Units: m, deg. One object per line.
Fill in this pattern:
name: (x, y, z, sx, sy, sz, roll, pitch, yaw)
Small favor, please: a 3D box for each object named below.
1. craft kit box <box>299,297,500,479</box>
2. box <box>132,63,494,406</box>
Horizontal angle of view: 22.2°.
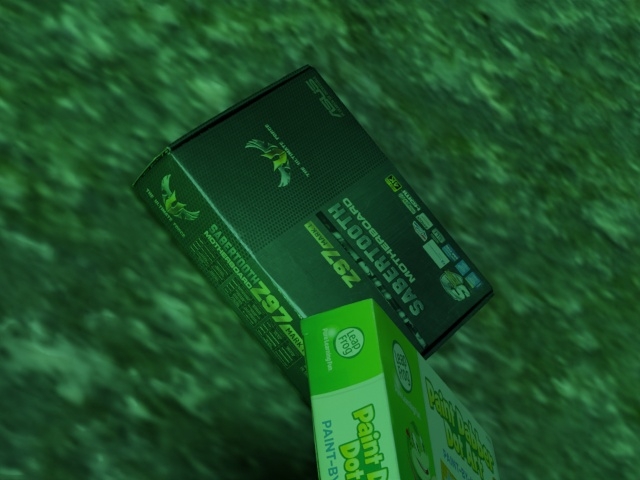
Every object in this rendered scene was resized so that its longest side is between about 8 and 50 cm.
craft kit box: (0.069, 0.198, 1.024, 0.250, 0.061, 0.246, 49, 25, -55)
box: (0.000, 0.000, 1.200, 0.232, 0.059, 0.183, 51, 44, 3)
